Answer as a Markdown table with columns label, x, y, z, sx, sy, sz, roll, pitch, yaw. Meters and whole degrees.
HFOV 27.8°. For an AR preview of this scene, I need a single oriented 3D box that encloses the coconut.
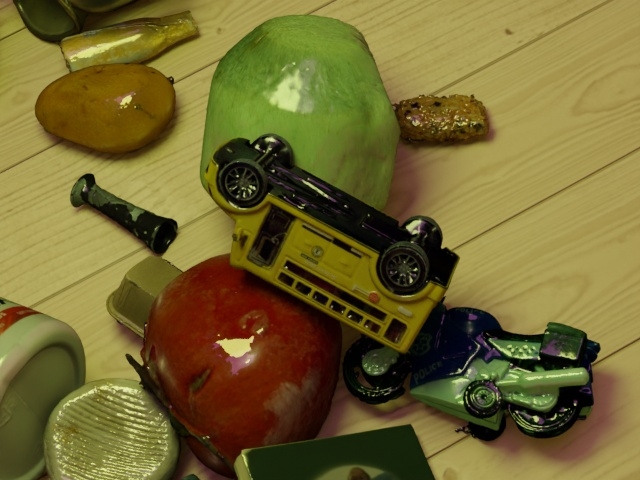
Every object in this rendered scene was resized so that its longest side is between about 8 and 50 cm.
| label | x | y | z | sx | sy | sz | roll | pitch | yaw |
| --- | --- | --- | --- | --- | --- | --- | --- | --- | --- |
| coconut | -0.030 | -0.142 | 1.809 | 0.281 | 0.328 | 0.328 | -10 | 54 | -32 |

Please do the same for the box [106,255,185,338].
| label | x | y | z | sx | sy | sz | roll | pitch | yaw |
| --- | --- | --- | --- | --- | --- | --- | --- | --- | --- |
| box | -0.212 | 0.100 | 1.805 | 0.177 | 0.111 | 0.111 | 32 | 71 | 20 |

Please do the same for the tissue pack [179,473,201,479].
| label | x | y | z | sx | sy | sz | roll | pitch | yaw |
| --- | --- | --- | --- | --- | --- | --- | --- | --- | --- |
| tissue pack | -0.188 | 0.390 | 1.559 | 0.185 | 0.257 | 0.081 | -34 | 103 | -11 |

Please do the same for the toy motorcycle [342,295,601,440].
| label | x | y | z | sx | sy | sz | roll | pitch | yaw |
| --- | --- | --- | --- | --- | --- | --- | --- | --- | --- |
| toy motorcycle | 0.199 | 0.150 | 1.692 | 0.331 | 0.125 | 0.196 | 10 | 64 | 19 |

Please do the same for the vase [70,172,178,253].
| label | x | y | z | sx | sy | sz | roll | pitch | yaw |
| --- | --- | --- | --- | --- | --- | --- | --- | --- | --- |
| vase | -0.294 | -0.041 | 1.915 | 0.167 | 0.059 | 0.059 | 28 | 69 | 23 |

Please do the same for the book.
| label | x | y | z | sx | sy | sz | roll | pitch | yaw |
| --- | --- | --- | --- | --- | --- | --- | --- | --- | --- |
| book | 0.067 | 0.402 | 1.548 | 0.260 | 0.043 | 0.371 | -3 | 55 | -30 |

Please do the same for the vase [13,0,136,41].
| label | x | y | z | sx | sy | sz | roll | pitch | yaw |
| --- | --- | --- | --- | --- | --- | --- | --- | --- | --- |
| vase | -0.348 | -0.451 | 2.036 | 0.302 | 0.241 | 0.329 | -47 | 43 | -9 |

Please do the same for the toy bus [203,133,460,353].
| label | x | y | z | sx | sy | sz | roll | pitch | yaw |
| --- | --- | --- | --- | --- | --- | --- | --- | --- | --- |
| toy bus | 0.000 | 0.000 | 1.612 | 0.331 | 0.151 | 0.145 | 28 | 23 | 4 |

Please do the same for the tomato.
| label | x | y | z | sx | sy | sz | roll | pitch | yaw |
| --- | --- | --- | --- | --- | --- | --- | --- | --- | --- |
| tomato | -0.080 | 0.144 | 1.663 | 0.309 | 0.170 | 0.309 | 4 | 75 | -16 |

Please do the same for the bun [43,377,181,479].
| label | x | y | z | sx | sy | sz | roll | pitch | yaw |
| --- | --- | --- | --- | --- | --- | --- | --- | --- | --- |
| bun | -0.276 | 0.271 | 1.712 | 0.183 | 0.102 | 0.183 | 2 | 74 | -8 |

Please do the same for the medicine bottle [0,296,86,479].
| label | x | y | z | sx | sy | sz | roll | pitch | yaw |
| --- | --- | --- | --- | --- | --- | --- | --- | --- | --- |
| medicine bottle | -0.473 | 0.190 | 1.706 | 0.241 | 0.252 | 0.252 | 17 | 66 | 19 |

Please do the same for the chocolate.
| label | x | y | z | sx | sy | sz | roll | pitch | yaw |
| --- | --- | --- | --- | --- | --- | --- | --- | --- | --- |
| chocolate | -0.304 | -0.316 | 2.066 | 0.219 | 0.085 | 0.085 | -20 | 60 | -6 |

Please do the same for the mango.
| label | x | y | z | sx | sy | sz | roll | pitch | yaw |
| --- | --- | --- | --- | --- | --- | --- | --- | --- | --- |
| mango | -0.333 | -0.203 | 1.983 | 0.227 | 0.109 | 0.147 | -4 | 70 | 12 |

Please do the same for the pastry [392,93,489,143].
| label | x | y | z | sx | sy | sz | roll | pitch | yaw |
| --- | --- | --- | --- | --- | --- | --- | --- | --- | --- |
| pastry | 0.177 | -0.179 | 1.911 | 0.140 | 0.056 | 0.080 | -9 | 49 | 8 |
